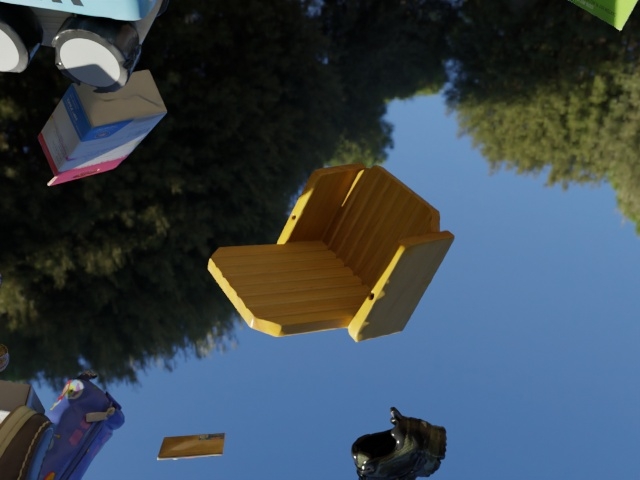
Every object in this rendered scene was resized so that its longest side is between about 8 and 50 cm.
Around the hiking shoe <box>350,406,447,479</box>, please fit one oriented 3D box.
[{"bbox_3d":[0.085,0.335,1.142,0.114,0.227,0.086,30,-159,-6],"label":"hiking shoe"}]

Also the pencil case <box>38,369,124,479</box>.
[{"bbox_3d":[-0.424,0.356,1.218,0.133,0.119,0.306,-17,-149,41],"label":"pencil case"}]

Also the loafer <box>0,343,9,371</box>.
[{"bbox_3d":[-0.548,0.189,1.256,0.056,0.050,0.148,16,-171,3],"label":"loafer"}]

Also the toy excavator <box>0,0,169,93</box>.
[{"bbox_3d":[-0.269,-0.415,0.933,0.433,0.445,0.222,9,-127,6],"label":"toy excavator"}]

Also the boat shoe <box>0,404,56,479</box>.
[{"bbox_3d":[-0.256,0.277,0.612,0.092,0.103,0.285,15,-115,-3],"label":"boat shoe"}]

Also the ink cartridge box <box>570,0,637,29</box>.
[{"bbox_3d":[0.320,-0.401,0.892,0.097,0.255,0.189,-1,-144,-31],"label":"ink cartridge box"}]

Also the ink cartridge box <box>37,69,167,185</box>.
[{"bbox_3d":[-0.356,-0.174,1.234,0.134,0.078,0.231,-22,175,-40],"label":"ink cartridge box"}]

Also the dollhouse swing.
[{"bbox_3d":[0.000,0.000,1.543,0.305,0.315,0.347,13,-158,-37],"label":"dollhouse swing"}]

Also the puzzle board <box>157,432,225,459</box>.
[{"bbox_3d":[-0.257,0.416,1.568,0.128,0.011,0.096,-3,-170,-3],"label":"puzzle board"}]

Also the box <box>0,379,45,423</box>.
[{"bbox_3d":[-0.425,0.185,0.904,0.186,0.145,0.038,10,-115,-8],"label":"box"}]
